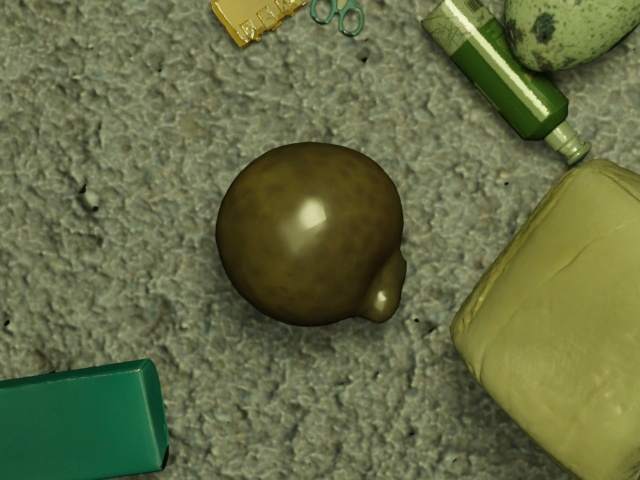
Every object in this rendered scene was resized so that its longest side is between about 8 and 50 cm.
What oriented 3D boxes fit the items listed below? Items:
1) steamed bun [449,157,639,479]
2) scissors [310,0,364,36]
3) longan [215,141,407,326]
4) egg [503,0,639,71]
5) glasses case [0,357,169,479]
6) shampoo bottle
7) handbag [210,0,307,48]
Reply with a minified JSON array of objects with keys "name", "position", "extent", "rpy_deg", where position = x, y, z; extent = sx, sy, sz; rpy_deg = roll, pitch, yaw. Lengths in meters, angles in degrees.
[{"name":"steamed bun","position":[0.276,0.079,1.427],"extent":[0.274,0.272,0.290],"rpy_deg":[30,95,6]},{"name":"scissors","position":[0.029,-0.257,1.536],"extent":[0.058,0.014,0.119],"rpy_deg":[26,129,6]},{"name":"longan","position":[0.000,0.000,1.516],"extent":[0.185,0.159,0.204],"rpy_deg":[-45,93,2]},{"name":"egg","position":[0.242,-0.236,1.468],"extent":[0.132,0.132,0.172],"rpy_deg":[35,92,4]},{"name":"glasses case","position":[-0.314,0.200,1.632],"extent":[0.301,0.070,0.117],"rpy_deg":[-8,100,8]},{"name":"shampoo bottle","position":[0.188,-0.156,1.522],"extent":[0.065,0.065,0.204],"rpy_deg":[-42,86,10]},{"name":"handbag","position":[-0.063,-0.239,1.571],"extent":[0.083,0.027,0.061],"rpy_deg":[-33,88,9]}]
